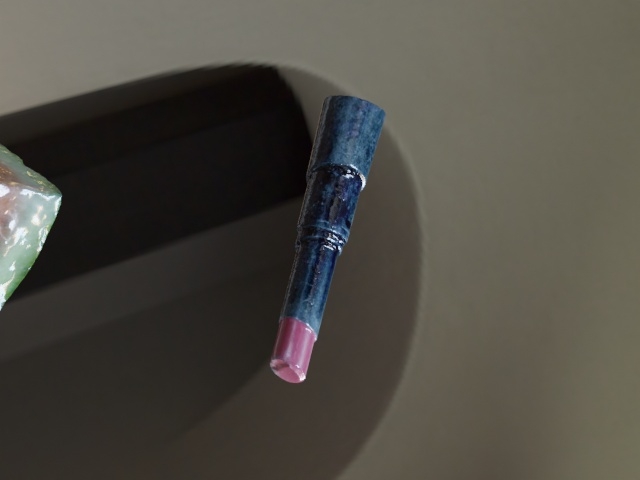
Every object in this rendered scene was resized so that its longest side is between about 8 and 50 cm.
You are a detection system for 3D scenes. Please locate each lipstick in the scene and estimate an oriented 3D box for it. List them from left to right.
[{"bbox_3d":[0.000,0.000,1.174,0.053,0.053,0.234,-20,-127,65],"label":"lipstick"}]

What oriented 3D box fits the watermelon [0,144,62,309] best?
[{"bbox_3d":[-0.246,-0.002,0.659,0.231,0.128,0.146,25,-77,19],"label":"watermelon"}]
